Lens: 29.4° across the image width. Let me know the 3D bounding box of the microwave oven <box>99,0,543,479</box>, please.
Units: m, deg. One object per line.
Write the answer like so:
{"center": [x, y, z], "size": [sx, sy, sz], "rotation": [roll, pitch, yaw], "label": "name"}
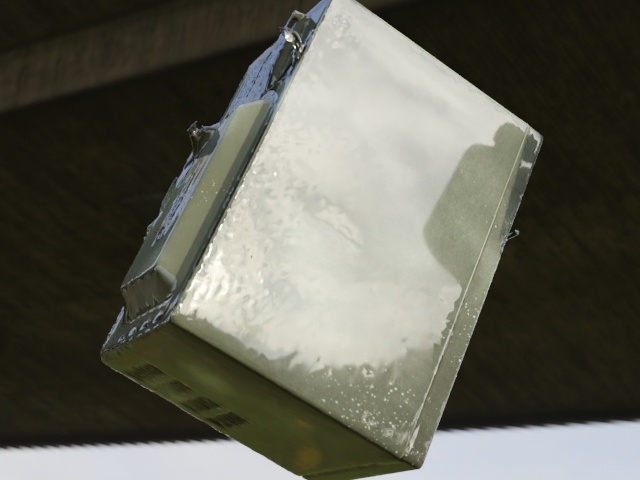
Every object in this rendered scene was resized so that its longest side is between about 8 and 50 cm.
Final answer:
{"center": [0.000, 0.000, 1.357], "size": [0.374, 0.432, 0.236], "rotation": [34, -28, -17], "label": "microwave oven"}
